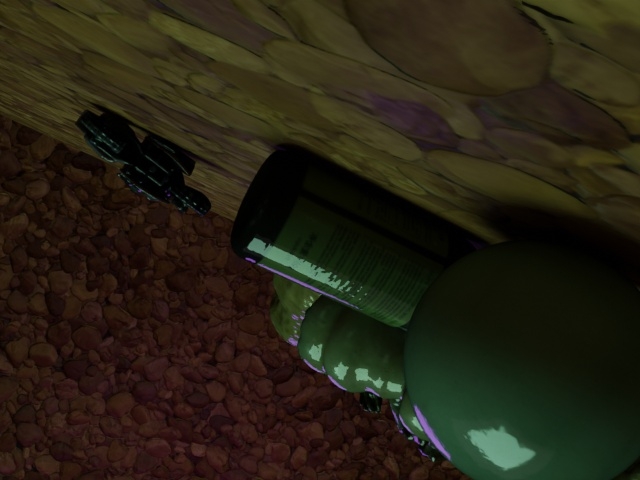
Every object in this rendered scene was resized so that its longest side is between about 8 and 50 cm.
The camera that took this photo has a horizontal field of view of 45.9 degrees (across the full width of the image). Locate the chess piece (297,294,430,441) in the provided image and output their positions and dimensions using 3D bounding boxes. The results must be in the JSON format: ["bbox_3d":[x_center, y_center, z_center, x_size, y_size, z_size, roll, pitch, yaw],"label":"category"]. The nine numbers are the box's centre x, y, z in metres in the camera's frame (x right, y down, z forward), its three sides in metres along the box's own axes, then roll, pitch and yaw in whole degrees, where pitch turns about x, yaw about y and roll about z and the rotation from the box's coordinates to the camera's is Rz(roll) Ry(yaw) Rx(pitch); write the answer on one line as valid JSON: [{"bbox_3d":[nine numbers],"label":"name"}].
[{"bbox_3d":[0.104,0.138,0.740,0.243,0.133,0.133,36,-177,32],"label":"chess piece"}]

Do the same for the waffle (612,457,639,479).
[{"bbox_3d":[0.331,0.196,0.658,0.250,0.261,0.056,45,-156,-58],"label":"waffle"}]

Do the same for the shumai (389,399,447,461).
[{"bbox_3d":[0.183,0.198,1.172,0.304,0.263,0.309,26,178,-24],"label":"shumai"}]

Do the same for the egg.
[{"bbox_3d":[0.141,0.083,0.515,0.168,0.168,0.231,24,179,8],"label":"egg"}]

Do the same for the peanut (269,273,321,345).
[{"bbox_3d":[0.001,0.063,1.042,0.148,0.147,0.319,25,155,-6],"label":"peanut"}]

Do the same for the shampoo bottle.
[{"bbox_3d":[0.065,0.022,0.670,0.284,0.101,0.101,25,177,-16],"label":"shampoo bottle"}]

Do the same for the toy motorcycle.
[{"bbox_3d":[-0.242,-0.109,1.038,0.213,0.082,0.122,40,169,-32],"label":"toy motorcycle"}]

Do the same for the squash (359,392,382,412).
[{"bbox_3d":[0.060,0.106,1.176,0.071,0.318,0.080,-7,151,-12],"label":"squash"}]
